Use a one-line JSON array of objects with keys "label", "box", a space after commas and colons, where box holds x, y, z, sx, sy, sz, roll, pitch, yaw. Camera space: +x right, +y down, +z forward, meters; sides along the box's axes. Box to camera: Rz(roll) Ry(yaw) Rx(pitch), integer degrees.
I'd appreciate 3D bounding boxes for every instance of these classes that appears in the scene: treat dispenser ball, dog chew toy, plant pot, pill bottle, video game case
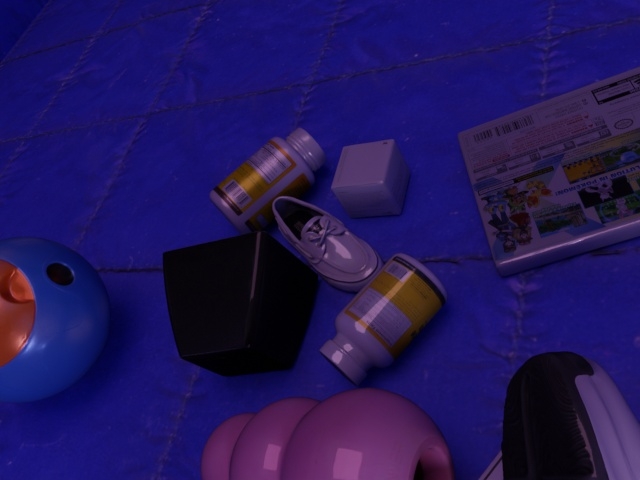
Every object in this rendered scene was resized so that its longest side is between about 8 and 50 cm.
[{"label": "treat dispenser ball", "box": [-0.519, 0.137, 1.134, 0.288, 0.288, 0.288, -17, 47, 19]}, {"label": "dog chew toy", "box": [-0.012, 0.280, 0.780, 0.332, 0.206, 0.206, -7, 50, 37]}, {"label": "plant pot", "box": [-0.127, 0.112, 1.004, 0.188, 0.187, 0.167, -11, 61, 23]}, {"label": "pill bottle", "box": [0.086, 0.114, 0.917, 0.184, 0.103, 0.103, -46, 45, -10]}, {"label": "pill bottle", "box": [-0.093, -0.111, 1.206, 0.215, 0.117, 0.117, -41, 44, -6]}, {"label": "video game case", "box": [0.394, -0.115, 0.973, 0.329, 0.036, 0.300, -18, 46, 16]}]

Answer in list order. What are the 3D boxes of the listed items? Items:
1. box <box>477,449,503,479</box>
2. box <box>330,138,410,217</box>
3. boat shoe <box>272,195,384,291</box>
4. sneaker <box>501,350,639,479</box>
[{"label": "box", "box": [0.233, 0.303, 0.654, 0.290, 0.087, 0.169, -43, 44, -18]}, {"label": "box", "box": [0.088, -0.105, 1.111, 0.102, 0.087, 0.101, -3, 52, 29]}, {"label": "boat shoe", "box": [0.000, 0.000, 1.079, 0.095, 0.084, 0.258, -48, 45, -13]}, {"label": "sneaker", "box": [0.323, 0.288, 0.508, 0.258, 0.169, 0.447, -12, 73, -13]}]
